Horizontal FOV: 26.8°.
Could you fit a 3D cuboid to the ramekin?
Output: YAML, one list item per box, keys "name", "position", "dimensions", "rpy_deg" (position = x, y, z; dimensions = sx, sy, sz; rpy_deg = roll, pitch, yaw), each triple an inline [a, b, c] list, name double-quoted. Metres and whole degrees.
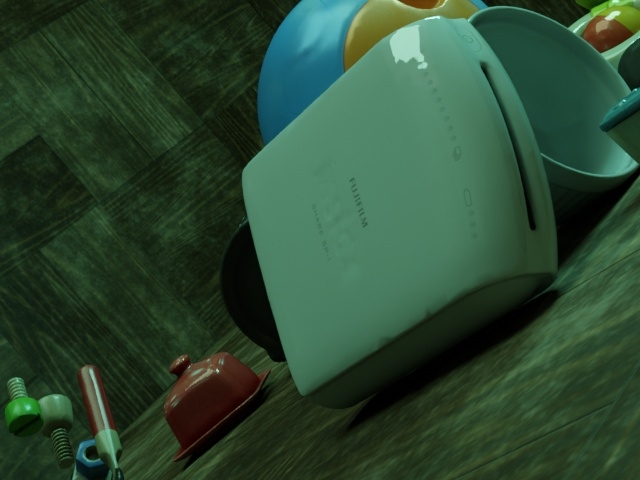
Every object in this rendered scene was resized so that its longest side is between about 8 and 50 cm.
- name: "ramekin"
  position: [0.189, -0.106, 1.251]
  dimensions: [0.207, 0.207, 0.109]
  rpy_deg: [-44, -5, -47]

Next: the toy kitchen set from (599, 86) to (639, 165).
- name: "toy kitchen set"
  position: [0.336, -0.181, 1.139]
  dimensions: [0.207, 0.122, 0.166]
  rpy_deg: [-43, 3, -37]

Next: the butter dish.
- name: "butter dish"
  position: [-0.164, 0.211, 1.883]
  dimensions: [0.160, 0.118, 0.160]
  rpy_deg: [-41, 2, 10]

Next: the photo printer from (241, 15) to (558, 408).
- name: "photo printer"
  position: [0.066, -0.024, 1.151]
  dimensions: [0.107, 0.256, 0.307]
  rpy_deg: [0, -24, -37]

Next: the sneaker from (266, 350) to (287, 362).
- name: "sneaker"
  position: [0.006, 0.059, 1.896]
  dimensions: [0.283, 0.122, 0.110]
  rpy_deg: [-43, 2, -31]

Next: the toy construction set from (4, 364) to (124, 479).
- name: "toy construction set"
  position: [-0.281, 0.311, 1.349]
  dimensions: [0.309, 0.257, 0.237]
  rpy_deg: [-57, 39, 28]

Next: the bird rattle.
- name: "bird rattle"
  position: [0.314, -0.231, 1.540]
  dimensions: [0.253, 0.143, 0.207]
  rpy_deg: [-31, 19, -17]

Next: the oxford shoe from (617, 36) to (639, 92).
- name: "oxford shoe"
  position: [0.390, -0.196, 1.282]
  dimensions: [0.076, 0.076, 0.212]
  rpy_deg: [11, -25, -40]

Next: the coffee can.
- name: "coffee can"
  position: [0.000, 0.000, 1.684]
  dimensions: [0.201, 0.201, 0.275]
  rpy_deg: [-40, 11, 21]

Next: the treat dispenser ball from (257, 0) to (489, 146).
- name: "treat dispenser ball"
  position: [0.075, -0.150, 1.457]
  dimensions: [0.288, 0.288, 0.288]
  rpy_deg: [-41, 3, 2]
